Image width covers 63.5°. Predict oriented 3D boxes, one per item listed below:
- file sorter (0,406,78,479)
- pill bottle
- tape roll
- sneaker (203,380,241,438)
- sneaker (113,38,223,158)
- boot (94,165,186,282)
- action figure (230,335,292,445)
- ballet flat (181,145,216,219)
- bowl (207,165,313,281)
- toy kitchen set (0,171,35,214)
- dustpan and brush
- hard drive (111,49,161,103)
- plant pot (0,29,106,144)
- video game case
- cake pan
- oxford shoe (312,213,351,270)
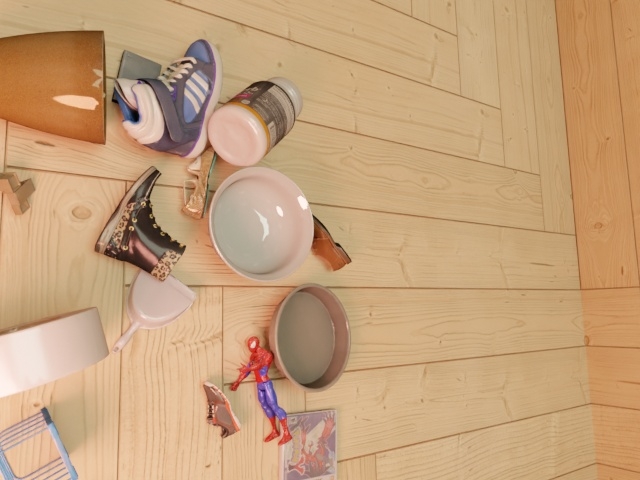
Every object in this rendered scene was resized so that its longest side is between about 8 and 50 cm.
[{"bbox_3d":[-0.550,0.411,0.993,0.104,0.170,0.118,-24,97,-31],"label":"file sorter"},{"bbox_3d":[-0.159,-0.320,1.351,0.162,0.162,0.278,53,38,-17],"label":"pill bottle"},{"bbox_3d":[-0.549,0.208,0.954,0.286,0.286,0.100,-15,93,-36],"label":"tape roll"},{"bbox_3d":[-0.254,0.419,1.269,0.065,0.061,0.158,-33,102,-27],"label":"sneaker"},{"bbox_3d":[-0.368,-0.372,1.232,0.236,0.130,0.322,18,78,-53],"label":"sneaker"},{"bbox_3d":[-0.389,-0.036,1.209,0.179,0.085,0.236,32,72,-15],"label":"boot"},{"bbox_3d":[-0.166,0.389,1.311,0.139,0.091,0.280,-12,90,-45],"label":"action figure"},{"bbox_3d":[-0.310,-0.157,1.312,0.067,0.073,0.206,13,72,-19],"label":"ballet flat"},{"bbox_3d":[-0.174,-0.034,1.346,0.298,0.134,0.297,7,78,-34],"label":"bowl"},{"bbox_3d":[-0.656,-0.106,1.086,0.068,0.075,0.083,-85,173,-56],"label":"toy kitchen set"},{"bbox_3d":[-0.409,0.171,1.203,0.147,0.060,0.211,39,55,-10],"label":"dustpan and brush"},{"bbox_3d":[-0.451,-0.387,1.272,0.094,0.022,0.135,16,75,-33],"label":"hard drive"},{"bbox_3d":[-0.581,-0.324,1.070,0.254,0.237,0.237,-1,83,-20],"label":"plant pot"},{"bbox_3d":[-0.031,0.575,1.422,0.183,0.023,0.201,7,79,-35],"label":"video game case"},{"bbox_3d":[-0.030,0.266,1.421,0.293,0.054,0.293,15,69,-44],"label":"cake pan"},{"bbox_3d":[0.000,0.000,1.509,0.076,0.076,0.212,-36,95,7],"label":"oxford shoe"}]
